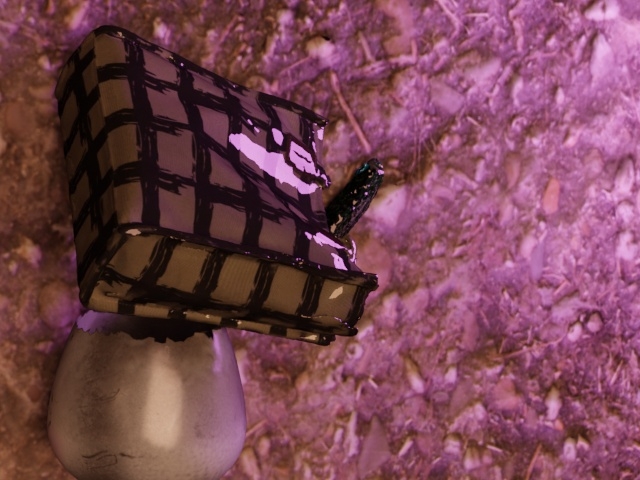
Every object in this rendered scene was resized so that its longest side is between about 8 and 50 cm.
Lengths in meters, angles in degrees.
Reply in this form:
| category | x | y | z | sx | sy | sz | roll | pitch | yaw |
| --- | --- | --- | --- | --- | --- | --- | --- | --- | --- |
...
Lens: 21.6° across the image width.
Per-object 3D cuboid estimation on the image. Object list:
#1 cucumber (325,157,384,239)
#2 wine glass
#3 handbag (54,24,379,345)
| category | x | y | z | sx | sy | sz | roll | pitch | yaw |
| --- | --- | --- | --- | --- | --- | --- | --- | --- | --- |
| cucumber | 0.000 | 0.000 | 2.074 | 0.256 | 0.043 | 0.044 | -50 | 117 | -14 |
| wine glass | -0.196 | 0.243 | 1.899 | 0.238 | 0.238 | 0.322 | -4 | 102 | -25 |
| handbag | -0.122 | -0.053 | 1.873 | 0.327 | 0.325 | 0.162 | 14 | 133 | -28 |
